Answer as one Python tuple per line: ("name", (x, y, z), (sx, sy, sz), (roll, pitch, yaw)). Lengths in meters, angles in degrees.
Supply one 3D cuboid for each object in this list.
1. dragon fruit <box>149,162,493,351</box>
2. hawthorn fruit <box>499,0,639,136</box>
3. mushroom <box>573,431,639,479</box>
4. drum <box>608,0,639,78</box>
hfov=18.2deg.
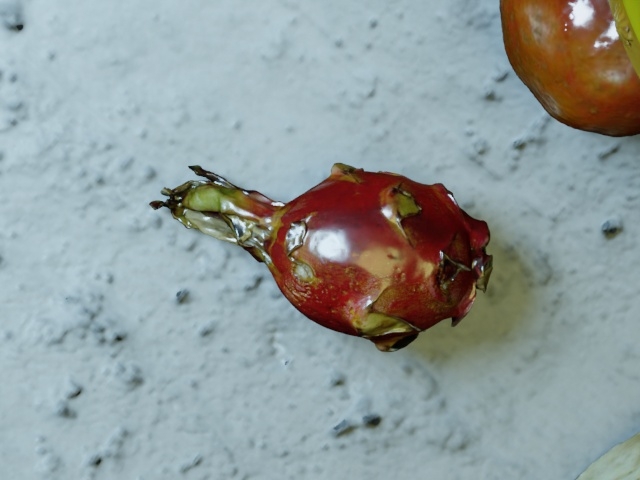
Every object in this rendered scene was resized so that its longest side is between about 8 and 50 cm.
("dragon fruit", (0.000, 0.000, 1.422), (0.246, 0.125, 0.125), (19, 106, 4))
("hawthorn fruit", (0.209, -0.152, 1.397), (0.169, 0.188, 0.169), (0, 94, -4))
("mushroom", (0.281, 0.252, 1.454), (0.253, 0.189, 0.195), (-38, 100, 3))
("drum", (0.385, -0.217, 1.216), (0.431, 0.214, 0.431), (0, 74, -1))
